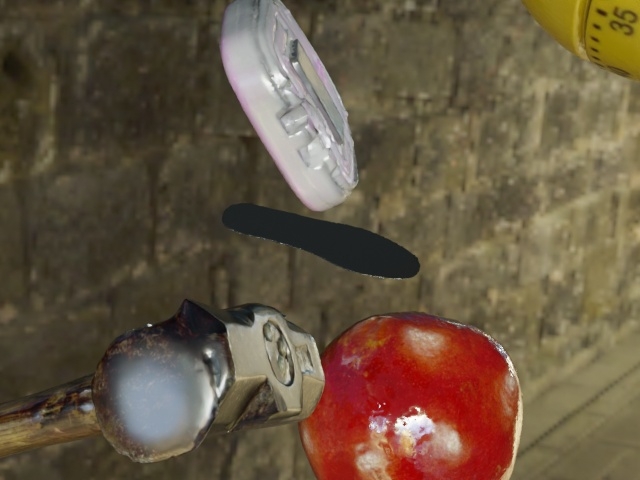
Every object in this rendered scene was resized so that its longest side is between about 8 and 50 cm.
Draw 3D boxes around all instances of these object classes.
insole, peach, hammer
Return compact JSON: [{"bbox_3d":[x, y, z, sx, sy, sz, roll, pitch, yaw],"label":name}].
[{"bbox_3d":[0.000,0.000,1.009,0.152,0.002,0.053,15,38,10],"label":"insole"},{"bbox_3d":[0.096,0.177,1.380,0.243,0.244,0.199,-2,26,-26],"label":"peach"},{"bbox_3d":[-0.211,0.127,0.996,0.408,0.095,0.242,-14,-5,16],"label":"hammer"}]

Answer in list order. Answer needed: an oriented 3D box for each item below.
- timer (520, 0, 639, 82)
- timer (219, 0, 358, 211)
[{"bbox_3d":[0.258,-0.307,1.048,0.387,0.376,0.376,38,25,19],"label":"timer"},{"bbox_3d":[-0.028,-0.141,1.386,0.069,0.208,0.191,-23,30,13],"label":"timer"}]
